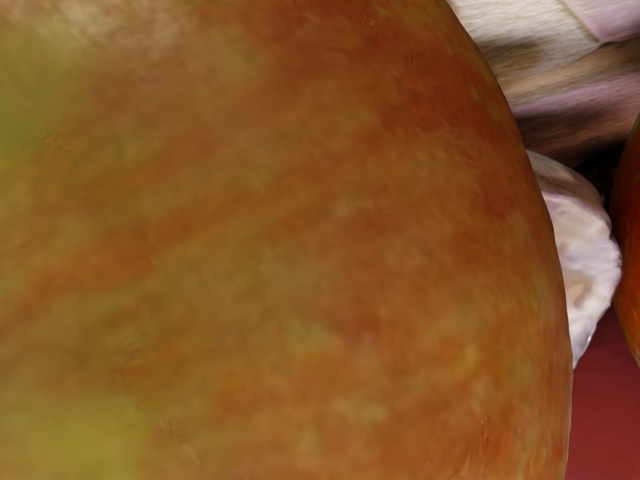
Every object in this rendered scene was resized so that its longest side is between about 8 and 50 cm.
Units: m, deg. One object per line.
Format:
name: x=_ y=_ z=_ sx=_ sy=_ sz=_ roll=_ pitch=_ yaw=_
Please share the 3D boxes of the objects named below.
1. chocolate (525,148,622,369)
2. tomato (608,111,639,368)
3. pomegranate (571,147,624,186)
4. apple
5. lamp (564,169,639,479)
chocolate: x=-0.001 y=0.000 z=0.808 sx=0.254 sy=0.080 sz=0.157 roll=7 pitch=134 yaw=-20
tomato: x=0.265 y=-0.014 z=0.831 sx=0.270 sy=0.223 sz=0.270 roll=8 pitch=154 yaw=4
pomegranate: x=0.223 y=0.001 z=1.192 sx=0.169 sy=0.148 sz=0.148 roll=-18 pitch=174 yaw=-20
apple: x=-0.094 y=0.041 z=0.454 sx=0.309 sy=0.277 sz=0.250 roll=-2 pitch=-175 yaw=8
lamp: x=0.087 y=0.088 z=1.034 sx=0.257 sy=0.303 sz=0.303 roll=-54 pitch=-179 yaw=-14
